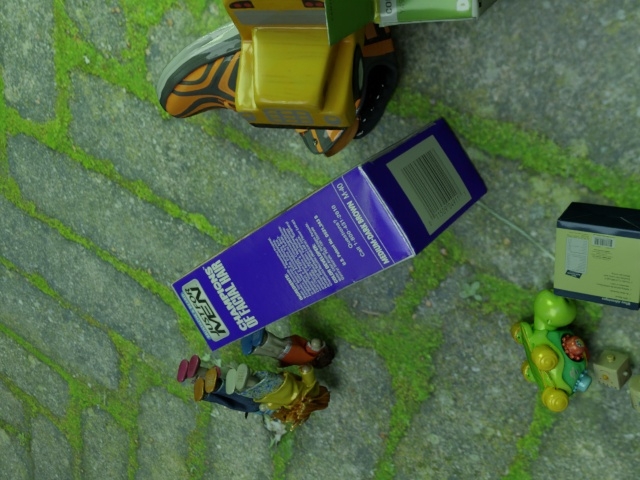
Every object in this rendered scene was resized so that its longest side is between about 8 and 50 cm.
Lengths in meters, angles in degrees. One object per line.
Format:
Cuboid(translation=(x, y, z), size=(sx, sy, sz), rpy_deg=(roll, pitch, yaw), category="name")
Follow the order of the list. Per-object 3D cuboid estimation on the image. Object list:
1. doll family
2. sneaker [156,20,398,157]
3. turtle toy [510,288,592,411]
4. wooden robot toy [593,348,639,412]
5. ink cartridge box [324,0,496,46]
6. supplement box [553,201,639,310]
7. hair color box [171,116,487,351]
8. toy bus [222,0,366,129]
Cuboid(translation=(-0.083, 0.216, 1.008), size=(0.263, 0.163, 0.118), rpy_deg=(-28, 51, 42), category="doll family")
Cuboid(translation=(-0.053, -0.165, 0.808), size=(0.321, 0.124, 0.180), rpy_deg=(-20, 99, 41), category="sneaker")
Cuboid(translation=(0.251, 0.114, 0.759), size=(0.066, 0.095, 0.130), rpy_deg=(-17, 105, 2), category="turtle toy")
Cuboid(translation=(0.366, 0.165, 0.709), size=(0.173, 0.076, 0.079), rpy_deg=(3, 125, 36), category="wooden robot toy")
Cuboid(translation=(0.079, -0.267, 0.562), size=(0.097, 0.255, 0.188), rpy_deg=(3, 115, 20), category="ink cartridge box")
Cuboid(translation=(0.281, 0.014, 0.699), size=(0.083, 0.056, 0.083), rpy_deg=(10, 118, 32), category="supplement box")
Cuboid(translation=(0.000, 0.000, 0.813), size=(0.339, 0.185, 0.110), rpy_deg=(-31, 92, 41), category="hair color box")
Cuboid(translation=(-0.010, -0.272, 0.626), size=(0.108, 0.130, 0.332), rpy_deg=(5, 79, 12), category="toy bus")
